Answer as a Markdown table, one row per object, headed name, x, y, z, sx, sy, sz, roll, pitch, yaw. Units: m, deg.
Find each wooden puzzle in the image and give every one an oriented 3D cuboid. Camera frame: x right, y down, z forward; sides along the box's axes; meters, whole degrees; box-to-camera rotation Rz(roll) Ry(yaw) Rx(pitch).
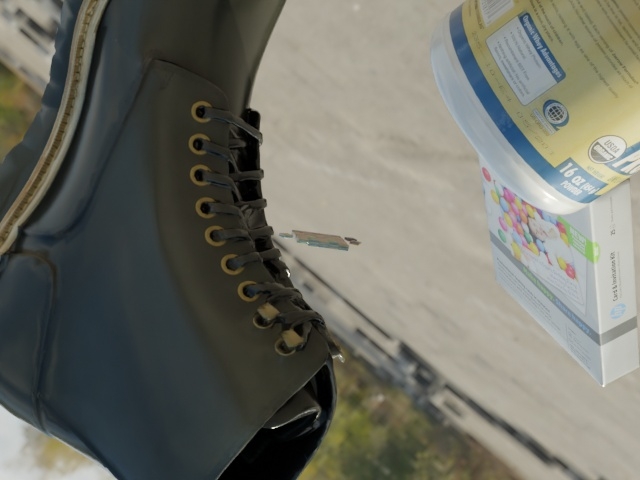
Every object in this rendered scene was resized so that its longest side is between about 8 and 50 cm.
| name | x | y | z | sx | sy | sz | roll | pitch | yaw |
| --- | --- | --- | --- | --- | --- | --- | --- | --- | --- |
| wooden puzzle | 0.000 | 0.000 | 1.476 | 0.083 | 0.006 | 0.049 | 7 | -170 | -11 |

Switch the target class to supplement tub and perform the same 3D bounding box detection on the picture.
| name | x | y | z | sx | sy | sz | roll | pitch | yaw |
| --- | --- | --- | --- | --- | --- | --- | --- | --- | --- |
| supplement tub | 0.179 | -0.123 | 0.886 | 0.144 | 0.199 | 0.144 | 39 | -150 | -28 |

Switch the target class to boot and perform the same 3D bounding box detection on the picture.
| name | x | y | z | sx | sy | sz | roll | pitch | yaw |
| --- | --- | --- | --- | --- | --- | --- | --- | --- | --- |
| boot | -0.023 | -0.015 | 0.453 | 0.137 | 0.198 | 0.077 | 35 | -167 | 35 |

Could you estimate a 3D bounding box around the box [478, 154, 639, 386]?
| name | x | y | z | sx | sy | sz | roll | pitch | yaw |
| --- | --- | --- | --- | --- | --- | --- | --- | --- | --- |
| box | 0.171 | -0.004 | 1.098 | 0.145 | 0.038 | 0.186 | 49 | 159 | 44 |
